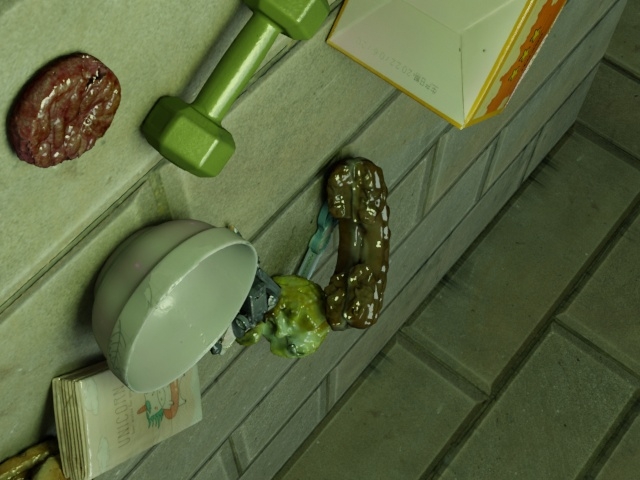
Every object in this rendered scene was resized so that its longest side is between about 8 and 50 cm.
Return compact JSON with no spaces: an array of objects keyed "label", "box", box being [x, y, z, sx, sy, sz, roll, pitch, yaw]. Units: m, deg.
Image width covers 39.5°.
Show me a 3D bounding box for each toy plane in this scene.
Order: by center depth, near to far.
[{"label":"toy plane","box":[-0.143,0.081,1.695,0.204,0.103,0.316,-43,160,-29]}]

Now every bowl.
[{"label":"bowl","box":[-0.242,0.080,1.369,0.287,0.144,0.287,-47,162,-20]}]

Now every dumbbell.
[{"label":"dumbbell","box":[-0.112,-0.228,1.183,0.108,0.121,0.302,31,96,-43]}]

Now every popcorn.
[{"label":"popcorn","box":[-0.082,0.174,1.934,0.212,0.198,0.198,-7,142,-19]}]

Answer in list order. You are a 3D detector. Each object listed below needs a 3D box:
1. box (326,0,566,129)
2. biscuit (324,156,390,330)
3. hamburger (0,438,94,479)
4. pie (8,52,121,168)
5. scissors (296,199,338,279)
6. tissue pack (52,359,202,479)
[{"label":"box","box":[0.215,-0.372,1.460,0.214,0.283,0.259,-26,148,-58]},{"label":"biscuit","box":[0.080,0.010,1.896,0.268,0.115,0.366,20,74,-77]},{"label":"hamburger","box":[-0.478,0.446,1.470,0.243,0.146,0.286,-53,162,-26]},{"label":"pie","box":[-0.286,-0.145,1.011,0.154,0.036,0.154,-48,163,-21]},{"label":"scissors","box":[0.000,0.000,2.030,0.125,0.030,0.256,-21,140,-61]},{"label":"tissue pack","box":[-0.323,0.279,1.542,0.325,0.071,0.170,-14,103,-64]}]
